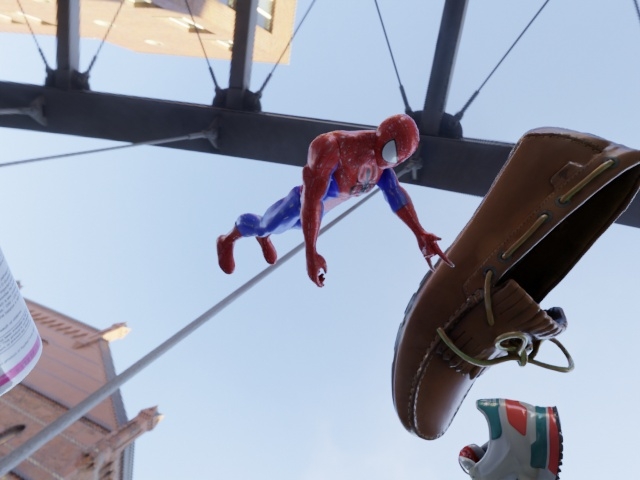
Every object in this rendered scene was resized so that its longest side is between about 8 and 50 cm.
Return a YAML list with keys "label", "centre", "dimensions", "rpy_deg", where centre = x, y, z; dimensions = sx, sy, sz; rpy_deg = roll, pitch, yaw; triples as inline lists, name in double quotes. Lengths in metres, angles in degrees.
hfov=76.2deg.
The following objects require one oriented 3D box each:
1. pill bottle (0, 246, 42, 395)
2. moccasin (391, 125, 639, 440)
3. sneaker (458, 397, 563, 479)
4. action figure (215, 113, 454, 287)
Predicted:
- label: "pill bottle"
  centre: [-0.456, 0.050, 0.470]
  dimensions: [0.161, 0.160, 0.282]
  rpy_deg: [11, -60, 22]
- label: "moccasin"
  centre: [0.208, 0.065, 0.447]
  dimensions: [0.379, 0.139, 0.147]
  rpy_deg: [-56, -140, 5]
- label: "sneaker"
  centre: [0.156, 0.211, 0.348]
  dimensions: [0.076, 0.057, 0.161]
  rpy_deg: [7, -86, 26]
- label: "action figure"
  centre: [0.000, 0.000, 0.378]
  dimensions: [0.280, 0.092, 0.138]
  rpy_deg: [-36, -108, 50]
